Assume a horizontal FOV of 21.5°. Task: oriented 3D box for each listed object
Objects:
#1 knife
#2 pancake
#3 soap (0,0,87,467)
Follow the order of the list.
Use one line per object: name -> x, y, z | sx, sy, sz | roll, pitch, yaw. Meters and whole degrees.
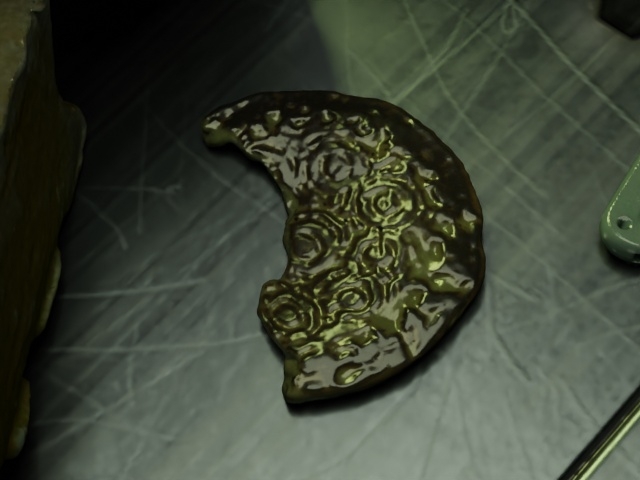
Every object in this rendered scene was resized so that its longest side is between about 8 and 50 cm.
knife -> 0.205, -0.053, 0.928 | 0.044, 0.023, 0.162 | 28, 67, 20
pancake -> 0.000, 0.000, 0.921 | 0.184, 0.020, 0.190 | 17, 63, 13
soap -> -0.312, 0.014, 0.857 | 0.338, 0.169, 0.304 | 2, 52, 6
